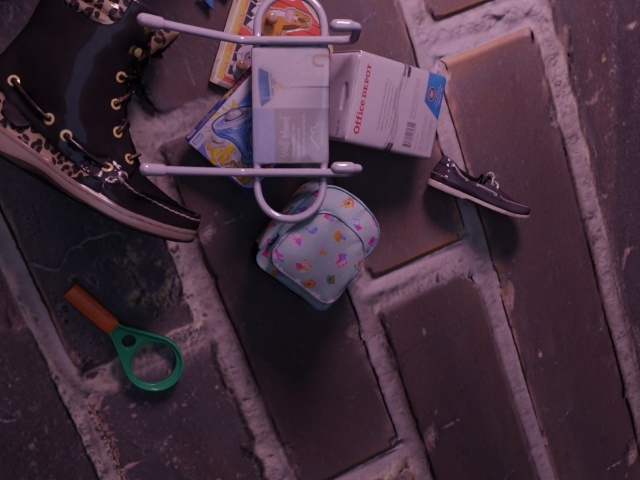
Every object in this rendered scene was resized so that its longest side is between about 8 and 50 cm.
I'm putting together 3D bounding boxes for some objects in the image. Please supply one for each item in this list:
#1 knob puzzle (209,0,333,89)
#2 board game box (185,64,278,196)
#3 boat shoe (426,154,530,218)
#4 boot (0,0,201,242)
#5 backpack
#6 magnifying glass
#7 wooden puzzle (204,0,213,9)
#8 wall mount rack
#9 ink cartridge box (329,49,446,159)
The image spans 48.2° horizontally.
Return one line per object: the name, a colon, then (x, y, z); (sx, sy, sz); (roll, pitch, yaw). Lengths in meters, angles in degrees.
knob puzzle: (-0.060, -0.303, 1.142); (0.213, 0.030, 0.213); (-3, 100, -18)
board game box: (-0.095, -0.188, 1.130); (0.201, 0.035, 0.136); (-48, 119, 1)
boat shoe: (0.291, -0.092, 1.270); (0.206, 0.075, 0.064); (18, 97, -15)
boot: (-0.291, -0.190, 1.031); (0.377, 0.138, 0.284); (31, 89, -9)
backpack: (0.000, 0.000, 1.159); (0.166, 0.144, 0.188); (38, 84, -14)
magnifying glass: (-0.316, 0.155, 1.149); (0.092, 0.026, 0.231); (-45, 111, -5)
wooden puzzle: (-0.158, -0.421, 1.099); (0.079, 0.014, 0.116); (35, 88, -16)
wall mount rack: (-0.094, -0.199, 1.020); (0.304, 0.130, 0.349); (0, 91, -1)
ink cartridge box: (0.100, -0.216, 1.154); (0.191, 0.082, 0.139); (6, 98, -36)
